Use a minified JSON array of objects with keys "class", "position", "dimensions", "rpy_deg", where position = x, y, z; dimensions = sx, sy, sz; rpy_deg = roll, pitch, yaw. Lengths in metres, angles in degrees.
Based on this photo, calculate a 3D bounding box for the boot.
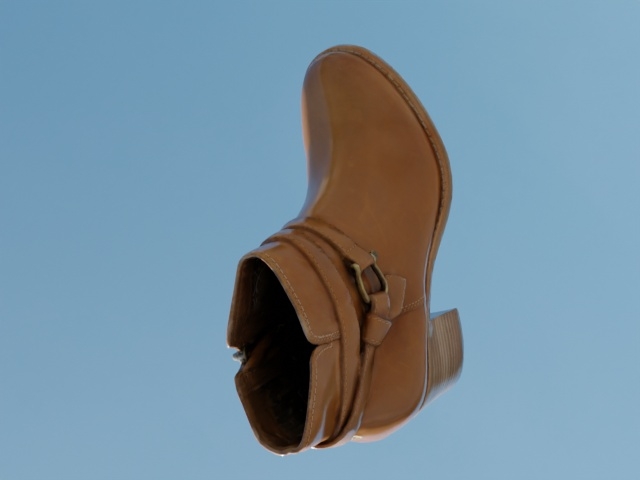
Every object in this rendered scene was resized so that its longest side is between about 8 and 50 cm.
[{"class":"boot","position":[0.000,0.000,0.830],"dimensions":[0.220,0.109,0.283],"rpy_deg":[-10,-89,-58]}]
